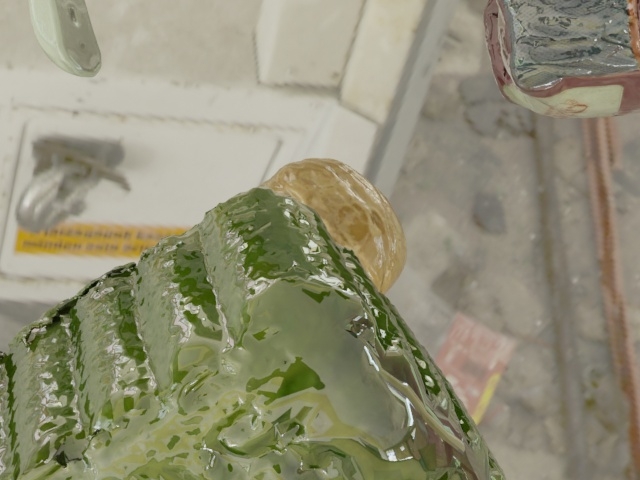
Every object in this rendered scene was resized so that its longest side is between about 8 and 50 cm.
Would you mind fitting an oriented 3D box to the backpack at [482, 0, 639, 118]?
[{"bbox_3d":[0.329,-0.230,1.388,0.317,0.283,0.197,-9,99,5],"label":"backpack"}]

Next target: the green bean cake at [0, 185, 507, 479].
[{"bbox_3d":[-0.061,0.176,0.931,0.319,0.335,0.218,48,8,-31],"label":"green bean cake"}]

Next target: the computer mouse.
[{"bbox_3d":[-0.342,-0.291,1.786,0.089,0.056,0.181,2,71,-66],"label":"computer mouse"}]

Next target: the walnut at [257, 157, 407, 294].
[{"bbox_3d":[0.000,0.000,1.674,0.213,0.213,0.213,9,55,-14],"label":"walnut"}]
